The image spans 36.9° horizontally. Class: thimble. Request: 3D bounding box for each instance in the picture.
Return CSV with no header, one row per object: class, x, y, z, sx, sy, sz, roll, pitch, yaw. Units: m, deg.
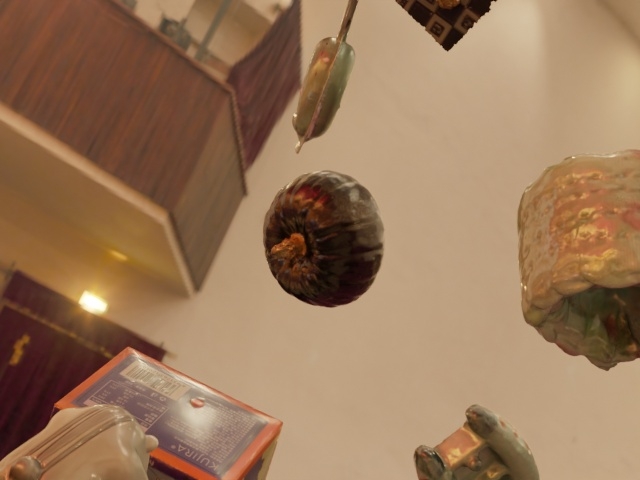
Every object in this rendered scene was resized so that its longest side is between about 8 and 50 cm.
thimble,0.284,0.024,0.921,0.185,0.149,0.211,-3,-32,10

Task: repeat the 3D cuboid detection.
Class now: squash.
squash,0.004,-0.001,1.356,0.193,0.193,0.156,16,3,25

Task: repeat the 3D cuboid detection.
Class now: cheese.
cheese,0.007,-0.110,0.590,0.026,0.121,0.067,19,13,-5

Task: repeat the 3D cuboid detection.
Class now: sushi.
sushi,0.147,-0.363,1.289,0.201,0.031,0.139,44,-62,2

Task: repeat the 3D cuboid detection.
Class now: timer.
timer,-0.326,0.314,1.098,0.290,0.315,0.291,30,-38,28

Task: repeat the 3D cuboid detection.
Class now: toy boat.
toy boat,0.197,0.286,1.139,0.208,0.134,0.079,55,-7,-38

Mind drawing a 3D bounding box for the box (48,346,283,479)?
box,-0.300,0.436,1.740,0.348,0.319,0.257,25,25,13
